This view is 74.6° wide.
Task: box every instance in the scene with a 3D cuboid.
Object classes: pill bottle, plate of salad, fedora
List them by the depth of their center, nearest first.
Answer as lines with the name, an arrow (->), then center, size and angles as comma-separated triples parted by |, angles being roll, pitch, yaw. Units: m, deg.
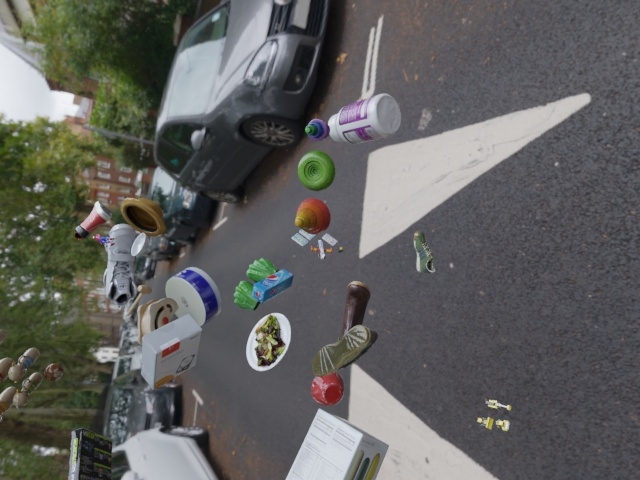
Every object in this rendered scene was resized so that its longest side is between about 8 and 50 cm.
plate of salad -> -0.182, 0.335, 1.410 | 0.199, 0.048, 0.200 | -23, 48, 27
fedora -> -0.675, -0.103, 1.634 | 0.194, 0.194, 0.079 | -55, 11, 46
pill bottle -> 0.175, -0.499, 1.770 | 0.301, 0.169, 0.170 | 2, 82, 50

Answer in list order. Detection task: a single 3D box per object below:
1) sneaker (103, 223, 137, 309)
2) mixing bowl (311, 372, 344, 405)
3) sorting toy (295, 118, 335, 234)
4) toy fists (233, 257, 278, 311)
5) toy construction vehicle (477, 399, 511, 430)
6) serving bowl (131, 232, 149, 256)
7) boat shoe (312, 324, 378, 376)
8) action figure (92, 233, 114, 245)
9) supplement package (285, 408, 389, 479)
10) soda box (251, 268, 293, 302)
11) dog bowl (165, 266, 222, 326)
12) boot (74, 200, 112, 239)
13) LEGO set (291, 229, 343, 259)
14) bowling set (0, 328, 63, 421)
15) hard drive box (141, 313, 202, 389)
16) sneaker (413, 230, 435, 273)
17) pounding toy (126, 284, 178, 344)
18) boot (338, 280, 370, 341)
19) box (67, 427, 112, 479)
sneaker -> -0.868, 0.122, 1.848 | 0.210, 0.137, 0.366 | 49, 127, 43
mixing bowl -> 0.049, 0.774, 2.159 | 0.098, 0.181, 0.182 | 175, 104, -76
sorting toy -> -0.035, -0.184, 1.291 | 0.126, 0.126, 0.367 | -31, -51, -64
toy fists -> -0.337, 0.224, 2.166 | 0.279, 0.142, 0.096 | -59, -9, -7
toy construction vehicle -> 0.531, 0.534, 1.286 | 0.098, 0.035, 0.086 | -7, 54, 56
serving bowl -> -0.604, 0.018, 1.420 | 0.083, 0.027, 0.084 | -22, 54, 34
boat shoe -> 0.068, 0.308, 1.141 | 0.223, 0.073, 0.080 | -45, 42, 28
action figure -> -0.897, -0.004, 1.729 | 0.115, 0.030, 0.038 | 11, 117, 28
supplement package -> 0.057, 0.744, 1.392 | 0.197, 0.199, 0.263 | 12, 67, 44
soda box -> -0.216, 0.206, 1.924 | 0.067, 0.210, 0.071 | 28, 121, 25
dog bowl -> -0.585, 0.263, 1.936 | 0.264, 0.104, 0.265 | 16, 120, 29
boot -> -1.053, -0.087, 1.931 | 0.176, 0.088, 0.244 | -45, 27, -9
LEGO set -> 0.000, 0.000, 2.184 | 0.182, 0.244, 0.060 | -41, -18, -41
bowling set -> -0.914, 0.414, 1.272 | 0.154, 0.199, 0.288 | -108, 17, -69
hard drive box -> -0.539, 0.401, 1.512 | 0.089, 0.181, 0.232 | 40, 132, 24
sneaker -> 0.457, 0.054, 1.806 | 0.086, 0.064, 0.192 | 13, 118, 49
pounding toy -> -0.720, 0.328, 1.805 | 0.154, 0.154, 0.270 | -9, 79, 28
boot -> 0.121, 0.289, 1.543 | 0.249, 0.090, 0.207 | 87, -163, -52
box -> -0.792, 0.768, 1.455 | 0.191, 0.045, 0.184 | 74, 174, -52
